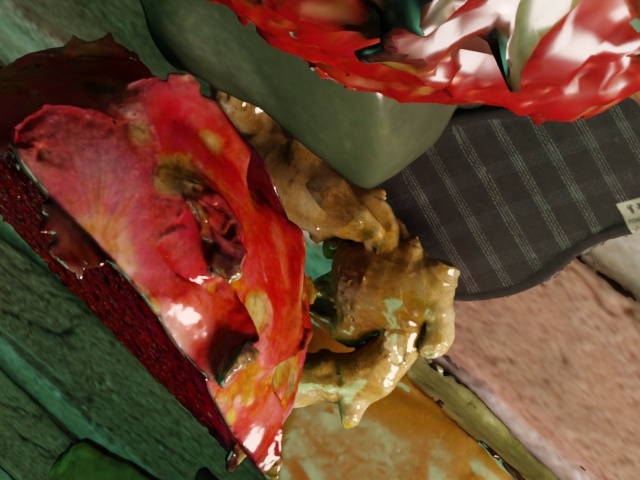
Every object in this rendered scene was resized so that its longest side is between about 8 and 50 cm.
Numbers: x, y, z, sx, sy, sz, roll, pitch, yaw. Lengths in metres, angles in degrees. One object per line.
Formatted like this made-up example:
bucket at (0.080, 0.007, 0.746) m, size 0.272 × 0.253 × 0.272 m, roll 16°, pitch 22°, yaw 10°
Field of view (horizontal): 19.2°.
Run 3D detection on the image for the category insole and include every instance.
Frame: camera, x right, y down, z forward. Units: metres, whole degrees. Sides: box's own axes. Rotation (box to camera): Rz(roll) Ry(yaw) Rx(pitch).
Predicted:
insole at (0.110, -0.023, 0.943) m, size 0.309 × 0.012 × 0.110 m, roll -14°, pitch 110°, yaw 57°

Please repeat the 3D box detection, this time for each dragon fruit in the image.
dragon fruit at (-0.081, -0.022, 0.940) m, size 0.274 × 0.126 × 0.161 m, roll 45°, pitch 169°, yaw 16°

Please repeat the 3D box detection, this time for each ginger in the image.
ginger at (0.000, 0.000, 1.036) m, size 0.176 × 0.052 × 0.193 m, roll 11°, pitch 99°, yaw 22°

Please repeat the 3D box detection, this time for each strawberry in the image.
strawberry at (0.032, -0.182, 0.684) m, size 0.238 × 0.250 × 0.288 m, roll 32°, pitch 180°, yaw -40°

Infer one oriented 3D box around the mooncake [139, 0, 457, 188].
mooncake at (-0.006, -0.110, 0.915) m, size 0.175 × 0.104 × 0.168 m, roll 51°, pitch 149°, yaw -6°

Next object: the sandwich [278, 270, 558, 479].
sandwich at (0.022, 0.174, 1.084) m, size 0.245 × 0.212 × 0.063 m, roll 44°, pitch -168°, yaw 11°

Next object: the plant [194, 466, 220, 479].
plant at (-0.033, 0.308, 1.274) m, size 0.194 × 0.182 × 0.320 m, roll -102°, pitch -8°, yaw -51°

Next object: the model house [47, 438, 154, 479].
model house at (-0.183, 0.300, 1.484) m, size 0.214 × 0.189 × 0.195 m, roll 28°, pitch 139°, yaw 31°

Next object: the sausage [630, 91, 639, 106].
sausage at (0.207, -0.070, 0.665) m, size 0.289 × 0.086 × 0.086 m, roll 14°, pitch 134°, yaw 59°
